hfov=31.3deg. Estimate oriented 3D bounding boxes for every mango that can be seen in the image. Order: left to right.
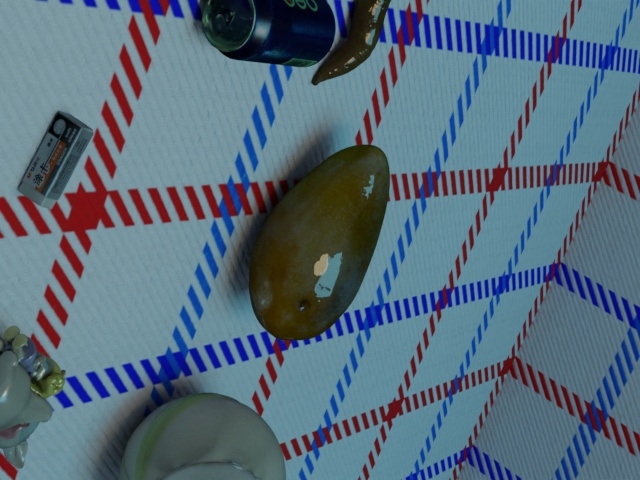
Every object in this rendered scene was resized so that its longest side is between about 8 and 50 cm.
[{"bbox_3d":[0.000,0.000,2.005,0.221,0.199,0.384,13,105,-59],"label":"mango"}]

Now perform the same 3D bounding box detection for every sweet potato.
[{"bbox_3d":[0.081,-0.372,1.909,0.067,0.059,0.281,15,105,-51],"label":"sweet potato"}]

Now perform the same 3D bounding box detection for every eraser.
[{"bbox_3d":[-0.350,-0.106,1.505,0.122,0.052,0.029,-61,151,6],"label":"eraser"}]

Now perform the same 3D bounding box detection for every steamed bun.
[{"bbox_3d":[-0.213,0.400,2.034,0.309,0.309,0.309,-38,146,-32],"label":"steamed bun"}]

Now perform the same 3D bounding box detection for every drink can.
[{"bbox_3d":[-0.073,-0.315,1.663,0.205,0.118,0.118,-6,123,-57],"label":"drink can"}]

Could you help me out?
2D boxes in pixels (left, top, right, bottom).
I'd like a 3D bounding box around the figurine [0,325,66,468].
[{"bbox_3d":[-0.443,0.228,1.633,0.155,0.127,0.235,-57,159,-22],"label":"figurine"}]
